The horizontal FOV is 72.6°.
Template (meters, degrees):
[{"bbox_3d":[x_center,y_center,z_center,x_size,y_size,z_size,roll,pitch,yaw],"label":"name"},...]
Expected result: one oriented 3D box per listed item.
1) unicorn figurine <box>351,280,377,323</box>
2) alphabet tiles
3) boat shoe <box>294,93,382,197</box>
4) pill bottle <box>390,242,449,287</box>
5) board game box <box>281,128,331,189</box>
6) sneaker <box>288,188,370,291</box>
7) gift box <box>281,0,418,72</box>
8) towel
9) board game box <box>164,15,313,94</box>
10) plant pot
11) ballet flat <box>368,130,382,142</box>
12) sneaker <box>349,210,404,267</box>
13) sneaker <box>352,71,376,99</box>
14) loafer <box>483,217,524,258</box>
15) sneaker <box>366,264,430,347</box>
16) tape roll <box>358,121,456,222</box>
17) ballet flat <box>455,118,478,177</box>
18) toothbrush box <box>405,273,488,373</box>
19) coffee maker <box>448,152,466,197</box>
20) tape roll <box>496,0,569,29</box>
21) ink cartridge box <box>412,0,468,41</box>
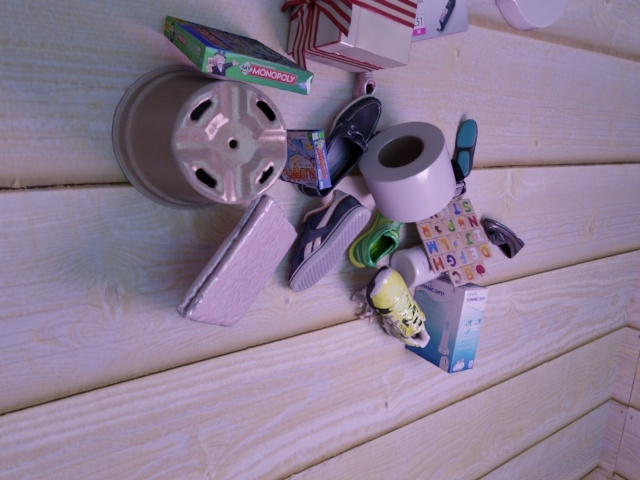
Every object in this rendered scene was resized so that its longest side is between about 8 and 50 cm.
[{"bbox_3d":[0.159,0.186,1.423,0.111,0.060,0.161,-37,134,-31],"label":"unicorn figurine"},{"bbox_3d":[0.447,-0.022,1.468,0.285,0.011,0.342,-10,75,-31],"label":"alphabet tiles"},{"bbox_3d":[0.069,-0.251,1.185,0.340,0.113,0.127,-46,128,-5],"label":"boat shoe"},{"bbox_3d":[0.362,0.069,1.473,0.229,0.131,0.131,-16,111,-30],"label":"pill bottle"},{"bbox_3d":[-0.049,-0.208,1.090,0.035,0.201,0.136,-20,112,-27],"label":"board game box"},{"bbox_3d":[0.000,0.000,1.235,0.321,0.127,0.126,-50,153,17],"label":"sneaker"},{"bbox_3d":[0.069,-0.535,1.052,0.258,0.255,0.276,2,96,-35],"label":"gift box"},{"bbox_3d":[-0.183,0.063,1.046,0.317,0.053,0.332,-56,166,-9],"label":"towel"},{"bbox_3d":[-0.178,-0.384,0.893,0.214,0.317,0.046,1,122,-34],"label":"board game box"},{"bbox_3d":[-0.231,-0.203,0.910,0.334,0.305,0.333,-9,108,-31],"label":"plant pot"},{"bbox_3d":[0.209,-0.304,1.339,0.173,0.049,0.057,5,127,-29],"label":"ballet flat"},{"bbox_3d":[0.214,-0.027,1.356,0.109,0.123,0.295,43,77,-33],"label":"sneaker"},{"bbox_3d":[0.134,-0.461,1.224,0.051,0.070,0.134,8,97,-32],"label":"sneaker"},{"bbox_3d":[0.717,-0.002,1.713,0.268,0.096,0.084,26,93,-37],"label":"loafer"},{"bbox_3d":[0.263,0.213,1.390,0.145,0.147,0.384,-51,139,-15],"label":"sneaker"},{"bbox_3d":[0.249,-0.196,1.245,0.246,0.246,0.169,-47,135,-14],"label":"tape roll"},{"bbox_3d":[0.507,-0.315,1.513,0.074,0.074,0.203,5,93,-34],"label":"ballet flat"},{"bbox_3d":[0.436,0.277,1.525,0.126,0.216,0.295,0,101,-34],"label":"toothbrush box"},{"bbox_3d":[0.366,-0.198,1.426,0.178,0.120,0.171,-19,73,-31],"label":"coffee maker"},{"bbox_3d":[0.740,-0.933,1.494,0.392,0.072,0.391,-9,108,-31],"label":"tape roll"},{"bbox_3d":[0.317,-0.724,1.282,0.275,0.060,0.238,-23,115,-26],"label":"ink cartridge box"}]
